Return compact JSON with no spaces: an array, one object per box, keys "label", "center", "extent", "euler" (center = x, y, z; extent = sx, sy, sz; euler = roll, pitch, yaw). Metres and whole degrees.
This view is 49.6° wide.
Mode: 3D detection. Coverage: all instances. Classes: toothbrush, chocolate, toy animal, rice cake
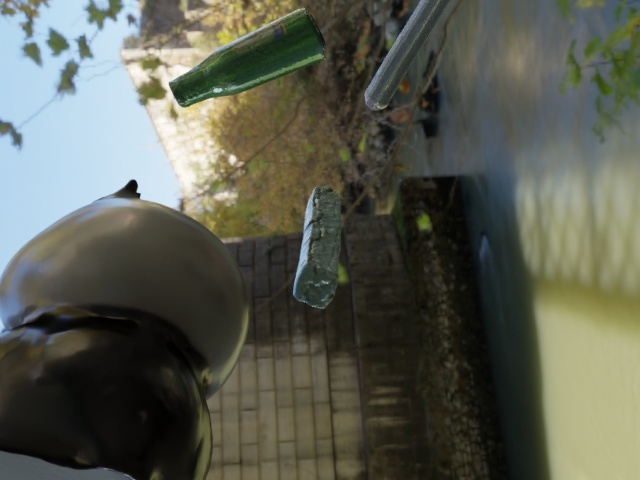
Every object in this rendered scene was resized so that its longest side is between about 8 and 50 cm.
[{"label":"toothbrush","center":[0.122,-0.251,0.600],"extent":[0.025,0.030,0.342],"euler":[-93,25,-45]},{"label":"chocolate","center":[-0.138,-0.326,1.276],"extent":[0.110,0.291,0.110],"euler":[156,90,-88]},{"label":"toy animal","center":[-0.147,0.080,0.505],"extent":[0.187,0.165,0.235],"euler":[39,-141,-30]},{"label":"rice cake","center":[0.000,0.000,0.729],"extent":[0.245,0.042,0.045],"euler":[-86,14,-67]}]
